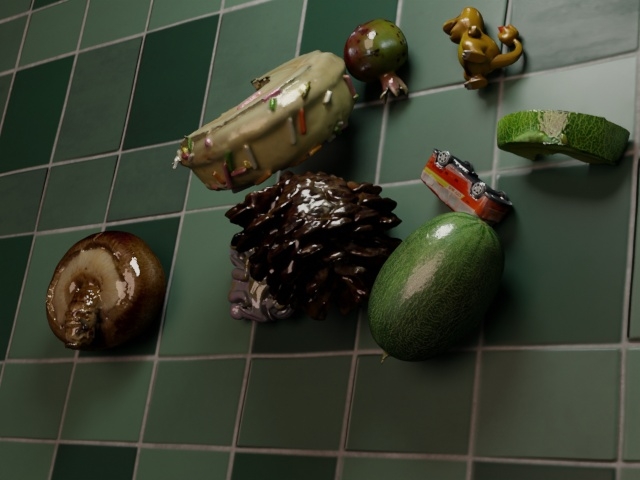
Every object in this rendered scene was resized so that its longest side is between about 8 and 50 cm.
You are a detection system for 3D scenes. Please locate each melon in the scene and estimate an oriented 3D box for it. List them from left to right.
[{"bbox_3d":[0.181,0.085,1.765,0.287,0.182,0.182,-51,48,6],"label":"melon"},{"bbox_3d":[0.384,-0.167,1.769,0.210,0.118,0.064,4,79,45],"label":"melon"}]

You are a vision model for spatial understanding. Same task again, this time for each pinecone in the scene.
[{"bbox_3d":[0.001,0.007,1.896,0.296,0.298,0.242,53,148,43],"label":"pinecone"}]

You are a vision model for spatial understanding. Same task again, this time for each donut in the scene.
[{"bbox_3d":[-0.076,-0.231,2.037,0.307,0.150,0.371,-20,19,38],"label":"donut"}]

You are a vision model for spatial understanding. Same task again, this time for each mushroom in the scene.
[{"bbox_3d":[-0.452,0.117,2.272,0.297,0.163,0.278,-11,56,34],"label":"mushroom"}]

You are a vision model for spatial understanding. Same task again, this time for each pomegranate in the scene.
[{"bbox_3d":[0.110,-0.342,2.067,0.129,0.129,0.159,-1,107,38],"label":"pomegranate"}]

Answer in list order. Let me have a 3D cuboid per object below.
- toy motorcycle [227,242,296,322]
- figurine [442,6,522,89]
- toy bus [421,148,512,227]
[{"bbox_3d":[-0.125,0.084,2.082,0.152,0.073,0.225,-41,51,20],"label":"toy motorcycle"},{"bbox_3d":[0.295,-0.363,1.950,0.122,0.121,0.176,-15,47,1],"label":"figurine"},{"bbox_3d":[0.249,-0.086,1.863,0.077,0.079,0.174,-56,48,16],"label":"toy bus"}]
